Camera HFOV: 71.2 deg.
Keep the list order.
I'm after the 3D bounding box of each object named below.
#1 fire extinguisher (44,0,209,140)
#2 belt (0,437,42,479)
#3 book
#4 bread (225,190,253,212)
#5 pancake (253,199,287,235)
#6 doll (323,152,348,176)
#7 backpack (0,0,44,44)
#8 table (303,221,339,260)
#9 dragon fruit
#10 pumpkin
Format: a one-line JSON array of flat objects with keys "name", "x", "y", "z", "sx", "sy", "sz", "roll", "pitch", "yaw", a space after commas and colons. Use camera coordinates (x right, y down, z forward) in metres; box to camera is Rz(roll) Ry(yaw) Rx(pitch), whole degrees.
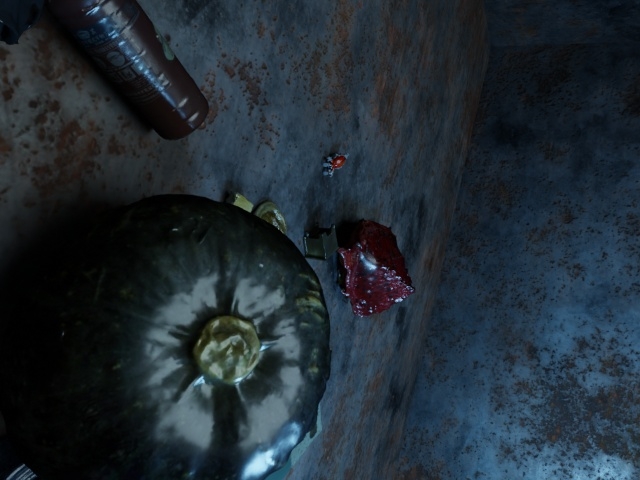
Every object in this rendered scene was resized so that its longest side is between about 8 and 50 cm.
[{"name": "fire extinguisher", "x": -0.270, "y": -0.294, "z": 0.613, "sx": 0.344, "sy": 0.138, "sz": 0.102, "roll": 58, "pitch": 35, "yaw": -53}, {"name": "belt", "x": -0.404, "y": 0.356, "z": 0.655, "sx": 0.141, "sy": 0.082, "sz": 0.190, "roll": -61, "pitch": 148, "yaw": -22}, {"name": "book", "x": -0.102, "y": 0.582, "z": 1.340, "sx": 0.379, "sy": 0.031, "sz": 0.263, "roll": -32, "pitch": 126, "yaw": -54}, {"name": "bread", "x": -0.184, "y": -0.058, "z": 0.963, "sx": 0.070, "sy": 0.035, "sz": 0.083, "roll": 33, "pitch": 78, "yaw": -59}, {"name": "pancake", "x": -0.121, "y": -0.026, "z": 1.078, "sx": 0.140, "sy": 0.022, "sz": 0.139, "roll": 19, "pitch": 67, "yaw": -55}, {"name": "doll", "x": 0.045, "y": -0.230, "z": 1.315, "sx": 0.114, "sy": 0.039, "sz": 0.057, "roll": -40, "pitch": 106, "yaw": -39}, {"name": "backpack", "x": -0.393, "y": -0.204, "z": 0.301, "sx": 0.363, "sy": 0.255, "sz": 0.445, "roll": 32, "pitch": 65, "yaw": -63}, {"name": "table", "x": 0.000, "y": 0.000, "z": 1.282, "sx": 0.083, "sy": 0.070, "sz": 0.082, "roll": -41, "pitch": 130, "yaw": -48}, {"name": "dragon fruit", "x": 0.130, "y": 0.059, "z": 1.527, "sx": 0.329, "sy": 0.228, "sz": 0.285, "roll": 35, "pitch": 35, "yaw": -39}, {"name": "pumpkin", "x": -0.200, "y": 0.156, "z": 0.658, "sx": 0.455, "sy": 0.344, "sz": 0.453, "roll": 5, "pitch": 81, "yaw": -32}]
